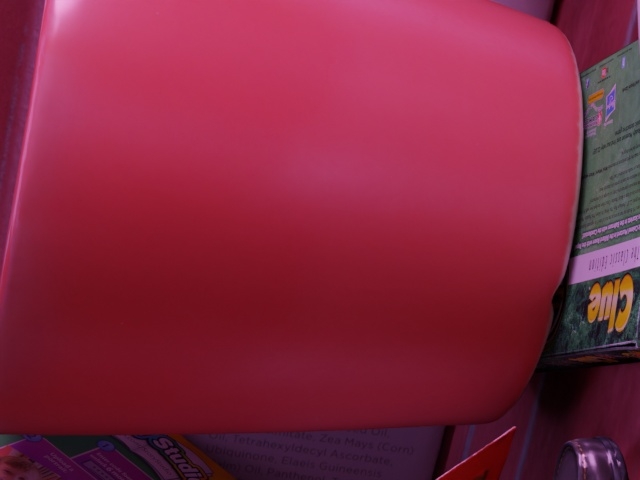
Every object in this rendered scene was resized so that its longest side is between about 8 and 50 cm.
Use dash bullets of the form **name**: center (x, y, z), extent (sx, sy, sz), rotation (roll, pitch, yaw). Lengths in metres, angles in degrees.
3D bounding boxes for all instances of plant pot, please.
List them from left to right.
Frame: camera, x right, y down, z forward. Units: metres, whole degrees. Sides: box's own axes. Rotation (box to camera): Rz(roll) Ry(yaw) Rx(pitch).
- **plant pot**: center (-0.021, -0.027, 0.936), extent (0.275, 0.243, 0.275), rotation (-172, 90, -81)

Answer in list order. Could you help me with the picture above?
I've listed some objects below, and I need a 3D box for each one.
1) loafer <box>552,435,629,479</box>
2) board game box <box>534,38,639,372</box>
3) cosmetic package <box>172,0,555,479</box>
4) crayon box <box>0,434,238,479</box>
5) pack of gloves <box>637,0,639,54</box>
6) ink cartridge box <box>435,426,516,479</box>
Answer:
- **loafer**: center (0.088, 0.162, 0.818), extent (0.062, 0.061, 0.170), rotation (-171, 91, -82)
- **board game box**: center (0.120, -0.010, 0.903), extent (0.259, 0.030, 0.136), rotation (154, 127, -79)
- **cosmetic package**: center (0.000, 0.000, 1.209), extent (0.230, 0.161, 0.453), rotation (-103, 23, -68)
- **crayon box**: center (-0.085, 0.190, 1.039), extent (0.165, 0.278, 0.081), rotation (-15, -46, -53)
- **pack of gloves**: center (0.178, -0.170, 0.721), extent (0.195, 0.046, 0.232), rotation (133, 144, -54)
- **ink cartridge box**: center (0.021, 0.216, 0.867), extent (0.189, 0.066, 0.232), rotation (-28, -33, -44)
